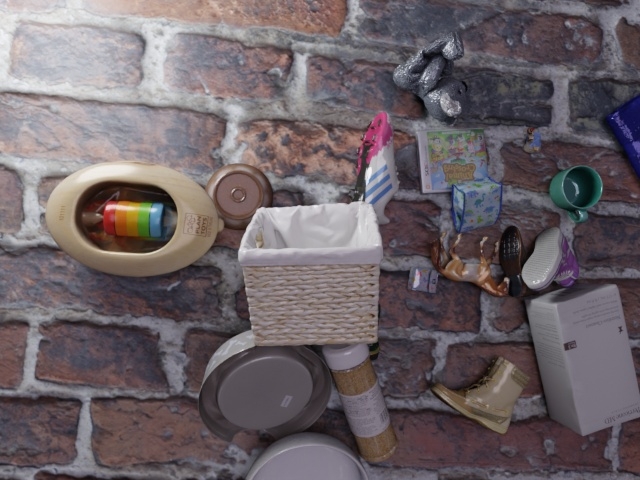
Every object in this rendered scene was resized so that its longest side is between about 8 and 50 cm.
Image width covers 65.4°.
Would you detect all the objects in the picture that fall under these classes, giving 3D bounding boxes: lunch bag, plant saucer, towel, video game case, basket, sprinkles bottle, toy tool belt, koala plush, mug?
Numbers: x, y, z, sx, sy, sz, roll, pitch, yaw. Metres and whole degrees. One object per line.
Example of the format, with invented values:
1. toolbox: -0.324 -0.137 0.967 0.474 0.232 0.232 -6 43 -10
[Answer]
1. lunch bag: 0.308 0.117 1.477 0.083 0.053 0.071 11 87 -14
2. plant saucer: -0.236 -0.129 1.440 0.199 0.036 0.198 0 86 -6
3. lunch bag: 0.463 -0.102 1.484 0.129 0.096 0.151 -13 118 -6
4. towel: 1.061 -0.316 1.571 0.228 0.076 0.308 -30 91 0
5. video game case: 0.402 -0.243 1.518 0.213 0.023 0.193 -4 88 -6
6. basket: -0.011 0.075 1.269 0.332 0.328 0.266 -3 112 3
7. sprinkles bottle: 0.111 0.427 1.361 0.121 0.121 0.355 -20 106 -7
8. toy tool belt: 0.659 -0.312 1.534 0.052 0.051 0.083 2 87 -6
9. koala plush: 0.341 -0.440 1.450 0.203 0.196 0.221 -26 91 5
10. mug: 0.761 -0.143 1.513 0.130 0.097 0.157 27 85 -5

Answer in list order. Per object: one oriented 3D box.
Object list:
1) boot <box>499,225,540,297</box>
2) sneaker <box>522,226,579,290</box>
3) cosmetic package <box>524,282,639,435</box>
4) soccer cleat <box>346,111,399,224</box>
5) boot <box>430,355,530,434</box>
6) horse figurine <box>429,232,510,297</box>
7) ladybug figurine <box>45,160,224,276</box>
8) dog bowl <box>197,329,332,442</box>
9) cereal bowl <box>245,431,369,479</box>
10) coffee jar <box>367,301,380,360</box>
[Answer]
1. boot: 0.610 0.067 1.514 0.106 0.082 0.219 9 76 -31
2. sneaker: 0.684 0.091 1.439 0.161 0.102 0.282 56 47 -10
3. cosmetic package: 0.762 0.334 1.448 0.217 0.156 0.384 -15 91 -10
4. soccer cleat: 0.175 -0.202 1.461 0.143 0.116 0.331 15 88 -21
5. boot: 0.470 0.422 1.456 0.262 0.095 0.203 29 85 -6
6. horse figurine: 0.438 0.069 1.486 0.264 0.066 0.174 10 81 -7
7. ladybug figurine: -0.487 -0.054 1.346 0.450 0.162 0.304 8 86 -5
8. dog bowl: -0.149 0.383 1.324 0.349 0.102 0.348 -7 118 -13
9. cereal bowl: -0.043 0.668 1.353 0.339 0.141 0.338 -2 99 -10
10. coffee jar: 0.119 0.255 1.408 0.096 0.079 0.184 -4 114 -5
